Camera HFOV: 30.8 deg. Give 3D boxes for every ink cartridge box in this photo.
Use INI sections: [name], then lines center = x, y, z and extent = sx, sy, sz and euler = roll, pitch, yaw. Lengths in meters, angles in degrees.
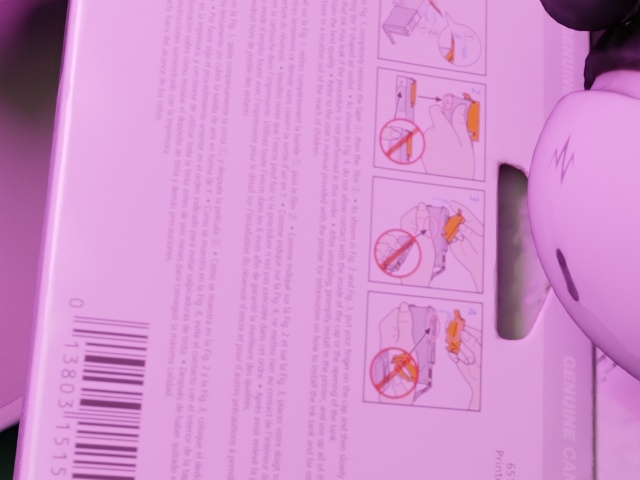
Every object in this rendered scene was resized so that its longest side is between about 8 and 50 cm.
[ink cartridge box]
center = 0.000, 0.000, 0.514
extent = 0.239, 0.060, 0.275
euler = 7, 75, -16

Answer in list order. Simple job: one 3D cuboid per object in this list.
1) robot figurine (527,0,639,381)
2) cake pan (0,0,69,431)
[robot figurine]
center = 0.200, -0.060, 0.423
extent = 0.209, 0.173, 0.278
euler = 37, 88, 25
[cake pan]
center = -0.192, -0.033, 0.604
extent = 0.293, 0.054, 0.293
euler = -5, 74, 16
